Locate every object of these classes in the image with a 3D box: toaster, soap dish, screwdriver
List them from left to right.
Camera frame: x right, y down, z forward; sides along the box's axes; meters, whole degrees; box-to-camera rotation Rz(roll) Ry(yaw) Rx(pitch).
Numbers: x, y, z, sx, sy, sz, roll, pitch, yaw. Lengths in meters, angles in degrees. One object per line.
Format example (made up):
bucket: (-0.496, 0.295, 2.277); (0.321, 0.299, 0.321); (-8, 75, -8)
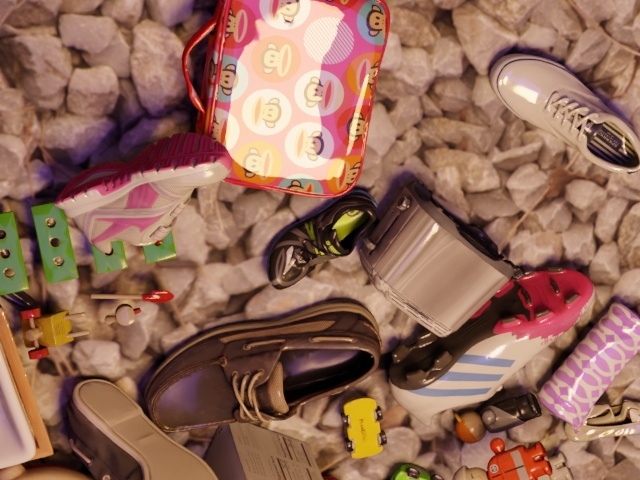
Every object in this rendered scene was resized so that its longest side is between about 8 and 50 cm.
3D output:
soap dish: (-0.528, 0.213, 1.875); (0.291, 0.118, 0.229); (-13, 112, 3)
screwdriver: (-0.465, 0.047, 1.894); (0.170, 0.025, 0.024); (33, 101, -22)
toaster: (0.163, 0.034, 1.957); (0.227, 0.129, 0.146); (36, 103, -29)

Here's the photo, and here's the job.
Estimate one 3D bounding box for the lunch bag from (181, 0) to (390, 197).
lunch bag: (-0.057, -0.210, 1.830); (0.258, 0.120, 0.293); (8, 108, -13)

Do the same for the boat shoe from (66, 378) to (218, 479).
boat shoe: (-0.238, 0.323, 1.906); (0.112, 0.335, 0.095); (-13, 134, -43)

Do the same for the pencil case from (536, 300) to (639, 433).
pencil case: (0.413, 0.189, 2.075); (0.088, 0.086, 0.206); (40, 97, 17)

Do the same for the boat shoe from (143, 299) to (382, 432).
boat shoe: (-0.081, 0.186, 1.961); (0.355, 0.130, 0.132); (-22, 112, -3)

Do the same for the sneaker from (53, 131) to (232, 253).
sneaker: (-0.217, -0.058, 1.809); (0.252, 0.103, 0.111); (-16, 117, 26)

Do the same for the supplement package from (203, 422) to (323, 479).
supplement package: (-0.096, 0.410, 1.967); (0.145, 0.262, 0.204); (23, 103, -18)

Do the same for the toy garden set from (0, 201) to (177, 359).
toy garden set: (-0.318, 0.041, 1.896); (0.244, 0.049, 0.203); (-12, 97, -9)

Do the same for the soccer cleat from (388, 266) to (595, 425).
soccer cleat: (0.255, 0.156, 2.040); (0.331, 0.116, 0.143); (-27, 132, -1)

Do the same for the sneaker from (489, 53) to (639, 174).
sneaker: (0.354, -0.178, 1.935); (0.258, 0.091, 0.094); (27, 103, -19)

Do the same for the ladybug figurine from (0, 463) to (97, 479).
ladybug figurine: (-0.367, 0.497, 2.001); (0.305, 0.162, 0.449); (-16, 112, -6)

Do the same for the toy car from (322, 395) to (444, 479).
toy car: (0.089, 0.354, 2.097); (0.225, 0.053, 0.239); (21, 105, -18)

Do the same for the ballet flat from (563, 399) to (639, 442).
ballet flat: (0.457, 0.273, 2.133); (0.168, 0.057, 0.052); (-11, 124, -7)

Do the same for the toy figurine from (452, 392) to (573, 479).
toy figurine: (0.283, 0.353, 2.052); (0.148, 0.209, 0.213); (-23, 118, 13)

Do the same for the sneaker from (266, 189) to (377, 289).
sneaker: (0.000, 0.000, 1.938); (0.188, 0.078, 0.067); (-37, 112, 4)
